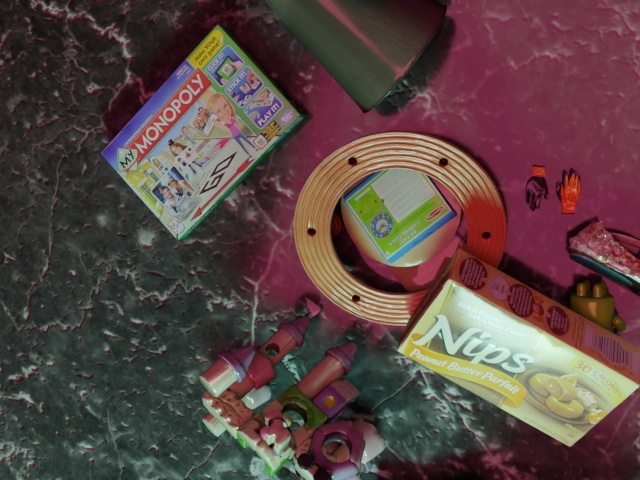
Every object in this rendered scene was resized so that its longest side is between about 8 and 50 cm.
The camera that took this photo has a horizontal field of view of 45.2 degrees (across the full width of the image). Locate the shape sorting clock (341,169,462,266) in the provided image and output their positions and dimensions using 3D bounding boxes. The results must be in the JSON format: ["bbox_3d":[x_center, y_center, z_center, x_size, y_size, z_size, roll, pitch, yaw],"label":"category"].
[{"bbox_3d":[0.132,-0.059,1.272,0.206,0.040,0.206,2,96,24],"label":"shape sorting clock"}]

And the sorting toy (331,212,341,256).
[{"bbox_3d":[0.000,0.000,1.314,0.061,0.042,0.102,9,100,13],"label":"sorting toy"}]

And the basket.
[{"bbox_3d":[0.041,-0.342,1.163,0.226,0.154,0.204,35,97,-14],"label":"basket"}]

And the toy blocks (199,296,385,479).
[{"bbox_3d":[-0.012,0.253,1.238,0.288,0.309,0.260,42,64,19],"label":"toy blocks"}]

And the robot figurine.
[{"bbox_3d":[0.426,0.121,1.207,0.101,0.067,0.115,4,101,32],"label":"robot figurine"}]

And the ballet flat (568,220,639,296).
[{"bbox_3d":[0.496,0.048,1.176,0.240,0.091,0.077,33,82,5],"label":"ballet flat"}]

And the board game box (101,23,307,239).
[{"bbox_3d":[-0.207,-0.184,1.343,0.317,0.046,0.213,-44,86,16],"label":"board game box"}]

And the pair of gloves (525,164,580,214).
[{"bbox_3d":[0.370,-0.080,1.225,0.083,0.010,0.074,7,99,14],"label":"pair of gloves"}]

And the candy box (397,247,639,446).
[{"bbox_3d":[0.300,0.168,1.182,0.316,0.088,0.183,30,130,2],"label":"candy box"}]

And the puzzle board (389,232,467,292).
[{"bbox_3d":[0.193,0.044,1.287,0.128,0.011,0.096,-39,85,15],"label":"puzzle board"}]

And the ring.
[{"bbox_3d":[0.125,-0.015,1.228,0.336,0.032,0.337,4,115,8],"label":"ring"}]

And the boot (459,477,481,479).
[{"bbox_3d":[0.199,0.528,1.304,0.207,0.094,0.247,-6,90,19],"label":"boot"}]
